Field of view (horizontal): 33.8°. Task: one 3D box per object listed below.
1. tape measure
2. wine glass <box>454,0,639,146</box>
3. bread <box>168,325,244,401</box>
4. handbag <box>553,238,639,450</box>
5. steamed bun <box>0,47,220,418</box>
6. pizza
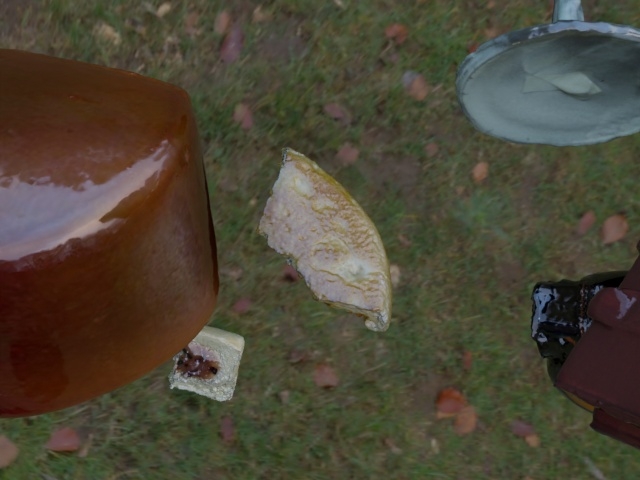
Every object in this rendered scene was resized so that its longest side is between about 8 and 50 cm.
[{"bbox_3d":[0.344,0.116,1.132,0.223,0.202,0.135,52,47,-46],"label":"tape measure"},{"bbox_3d":[0.233,-0.311,0.996,0.267,0.267,0.406,9,68,-17],"label":"wine glass"},{"bbox_3d":[-0.114,0.123,1.069,0.070,0.083,0.035,19,30,-3],"label":"bread"},{"bbox_3d":[0.293,0.028,0.584,0.084,0.275,0.260,37,79,-33],"label":"handbag"},{"bbox_3d":[-0.280,-0.004,0.831,0.379,0.235,0.248,11,45,13],"label":"steamed bun"},{"bbox_3d":[0.007,0.000,1.327,0.134,0.056,0.271,-35,77,-20],"label":"pizza"}]
